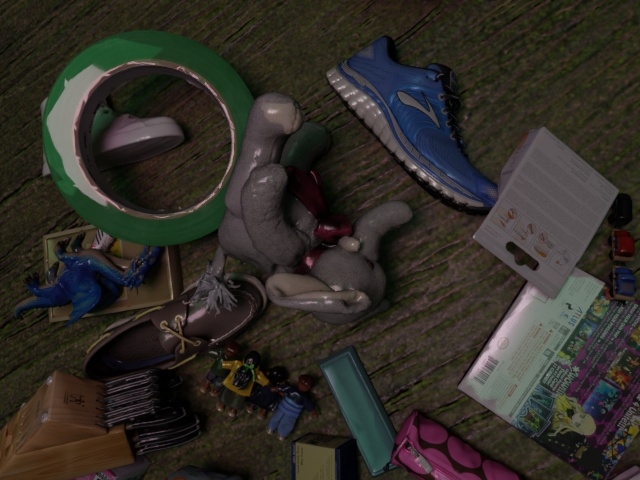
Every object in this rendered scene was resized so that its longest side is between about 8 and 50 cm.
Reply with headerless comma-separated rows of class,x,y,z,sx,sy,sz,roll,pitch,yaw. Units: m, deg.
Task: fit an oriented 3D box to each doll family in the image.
doll family,-0.092,0.226,0.767,0.193,0.076,0.111,28,96,-11

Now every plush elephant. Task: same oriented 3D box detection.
plush elephant,0.000,0.000,0.675,0.256,0.272,0.329,26,91,8

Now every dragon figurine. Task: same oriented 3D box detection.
dragon figurine,-0.398,0.086,0.823,0.289,0.085,0.144,-43,94,9

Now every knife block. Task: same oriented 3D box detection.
knife block,-0.341,0.308,0.778,0.276,0.242,0.088,-44,38,16

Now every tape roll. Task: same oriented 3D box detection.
tape roll,-0.252,-0.154,0.779,0.322,0.077,0.320,-1,97,-10

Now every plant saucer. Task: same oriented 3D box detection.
plant saucer,0.063,0.261,0.754,0.067,0.018,0.191,-30,77,12

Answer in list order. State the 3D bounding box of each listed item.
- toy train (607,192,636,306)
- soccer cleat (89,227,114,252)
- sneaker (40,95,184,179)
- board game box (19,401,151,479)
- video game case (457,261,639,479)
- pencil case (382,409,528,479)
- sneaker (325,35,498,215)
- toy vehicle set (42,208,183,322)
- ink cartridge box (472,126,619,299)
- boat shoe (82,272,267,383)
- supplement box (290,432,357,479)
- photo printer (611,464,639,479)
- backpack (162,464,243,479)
toy train,0.393,0.009,0.642,0.027,0.036,0.158,9,68,8
soccer cleat,-0.381,0.002,0.867,0.036,0.029,0.083,7,82,22
sneaker,-0.388,-0.220,0.887,0.293,0.108,0.169,-10,85,17
board game box,-0.468,0.461,0.857,0.224,0.097,0.303,28,94,18
video game case,0.337,0.165,0.666,0.210,0.042,0.232,32,94,17
pencil case,0.196,0.320,0.665,0.210,0.098,0.095,26,76,15
sneaker,0.154,-0.173,0.708,0.147,0.130,0.330,-42,75,12
toy vehicle set,-0.380,0.050,0.897,0.267,0.035,0.165,-10,82,16
ink cartridge box,0.291,-0.035,0.652,0.145,0.045,0.179,36,84,-9
boat shoe,-0.236,0.148,0.796,0.325,0.096,0.116,-21,105,15
supplement box,0.005,0.339,0.735,0.083,0.056,0.083,-4,83,29
photo printer,0.437,0.444,0.577,0.308,0.107,0.255,32,94,18
backpack,-0.179,0.465,0.700,0.191,0.225,0.253,1,87,16
